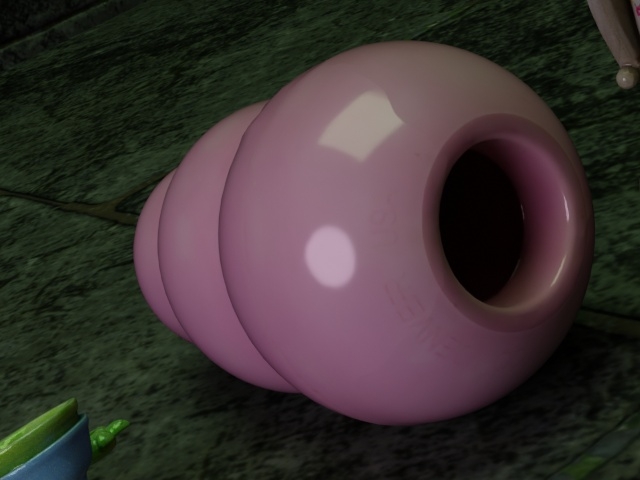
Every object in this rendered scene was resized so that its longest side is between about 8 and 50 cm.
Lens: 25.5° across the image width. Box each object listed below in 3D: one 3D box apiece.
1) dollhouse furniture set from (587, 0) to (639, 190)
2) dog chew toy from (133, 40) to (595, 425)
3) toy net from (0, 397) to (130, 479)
[{"bbox_3d":[0.236,-0.095,0.588,0.303,0.356,0.174,-2,28,41],"label":"dollhouse furniture set"},{"bbox_3d":[0.000,0.000,0.829,0.206,0.207,0.331,-34,16,-31],"label":"dog chew toy"},{"bbox_3d":[-0.217,0.161,0.785,0.232,0.045,0.122,-33,6,4],"label":"toy net"}]
